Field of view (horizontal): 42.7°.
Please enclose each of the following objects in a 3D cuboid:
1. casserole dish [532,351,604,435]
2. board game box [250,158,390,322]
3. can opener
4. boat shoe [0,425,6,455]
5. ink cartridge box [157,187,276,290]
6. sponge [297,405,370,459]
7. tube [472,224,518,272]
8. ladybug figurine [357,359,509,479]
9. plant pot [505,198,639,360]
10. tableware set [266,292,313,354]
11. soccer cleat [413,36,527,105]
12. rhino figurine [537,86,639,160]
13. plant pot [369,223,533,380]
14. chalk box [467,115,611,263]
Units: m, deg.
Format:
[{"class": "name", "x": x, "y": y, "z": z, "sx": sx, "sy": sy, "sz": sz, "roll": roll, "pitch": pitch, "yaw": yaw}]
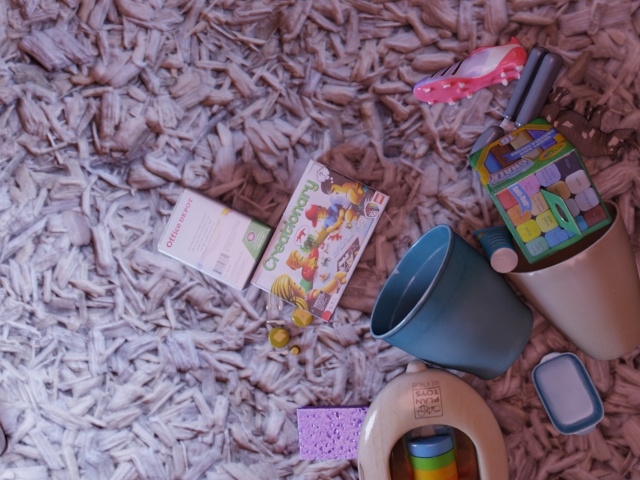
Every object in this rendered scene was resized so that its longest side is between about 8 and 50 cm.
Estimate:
[{"class": "casserole dish", "x": 0.528, "y": 0.325, "z": 1.755, "sx": 0.114, "sy": 0.037, "sz": 0.188, "roll": -26, "pitch": 88, "yaw": 7}, {"class": "board game box", "x": 0.000, "y": 0.000, "z": 1.785, "sx": 0.193, "sy": 0.053, "sz": 0.305, "roll": 26, "pitch": 90, "yaw": 5}, {"class": "can opener", "x": 0.407, "y": -0.262, "z": 1.690, "sx": 0.074, "sy": 0.093, "sz": 0.280, "roll": 43, "pitch": 117, "yaw": 41}, {"class": "boat shoe", "x": -0.842, "y": 0.376, "z": 1.883, "sx": 0.118, "sy": 0.103, "sz": 0.320, "roll": -27, "pitch": 89, "yaw": 7}, {"class": "ink cartridge box", "x": -0.228, "y": -0.004, "z": 1.803, "sx": 0.212, "sy": 0.093, "sz": 0.154, "roll": 25, "pitch": 94, "yaw": 4}, {"class": "sponge", "x": 0.055, "y": 0.426, "z": 1.816, "sx": 0.210, "sy": 0.031, "sz": 0.117, "roll": -2, "pitch": 92, "yaw": 6}, {"class": "tube", "x": 0.364, "y": 0.007, "z": 1.680, "sx": 0.080, "sy": 0.207, "sz": 0.052, "roll": -6, "pitch": 108, "yaw": 6}, {"class": "ladybug figurine", "x": 0.229, "y": 0.450, "z": 1.703, "sx": 0.305, "sy": 0.162, "sz": 0.449, "roll": -6, "pitch": 104, "yaw": 2}, {"class": "plant pot", "x": 0.541, "y": 0.098, "z": 1.660, "sx": 0.257, "sy": 0.256, "sz": 0.274, "roll": -32, "pitch": 106, "yaw": 7}, {"class": "tableware set", "x": -0.067, "y": 0.181, "z": 1.828, "sx": 0.104, "sy": 0.024, "sz": 0.154, "roll": -1, "pitch": 91, "yaw": 4}, {"class": "soccer cleat", "x": 0.316, "y": -0.360, "z": 1.742, "sx": 0.248, "sy": 0.083, "sz": 0.095, "roll": -15, "pitch": 62, "yaw": 12}, {"class": "rhino figurine", "x": 0.557, "y": -0.234, "z": 1.713, "sx": 0.243, "sy": 0.073, "sz": 0.106, "roll": 25, "pitch": 91, "yaw": 4}, {"class": "plant pot", "x": 0.283, "y": 0.145, "z": 1.677, "sx": 0.255, "sy": 0.271, "sz": 0.271, "roll": 32, "pitch": 96, "yaw": -11}, {"class": "chalk box", "x": 0.426, "y": -0.090, "z": 1.582, "sx": 0.179, "sy": 0.289, "sz": 0.180, "roll": -29, "pitch": 111, "yaw": 12}]
